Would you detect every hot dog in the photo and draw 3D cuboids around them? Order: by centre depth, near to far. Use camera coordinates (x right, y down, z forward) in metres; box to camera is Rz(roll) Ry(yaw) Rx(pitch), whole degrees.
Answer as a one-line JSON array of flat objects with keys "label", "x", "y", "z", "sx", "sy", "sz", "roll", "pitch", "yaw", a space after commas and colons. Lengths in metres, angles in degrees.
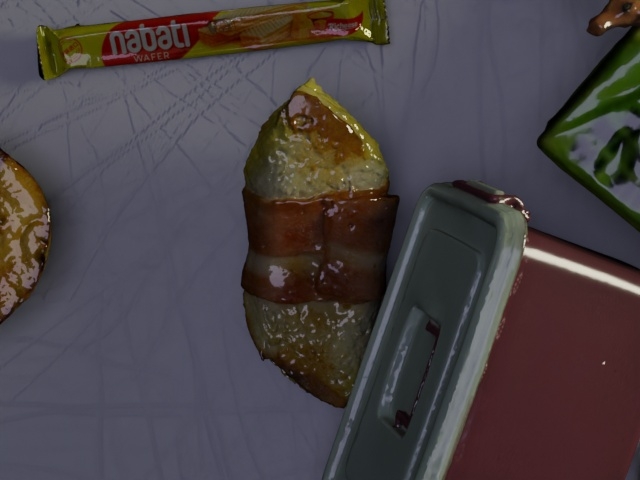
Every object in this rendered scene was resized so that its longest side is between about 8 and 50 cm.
[{"label": "hot dog", "x": -0.003, "y": -0.003, "z": 1.278, "sx": 0.123, "sy": 0.093, "sz": 0.261, "roll": 6, "pitch": 108, "yaw": -1}]

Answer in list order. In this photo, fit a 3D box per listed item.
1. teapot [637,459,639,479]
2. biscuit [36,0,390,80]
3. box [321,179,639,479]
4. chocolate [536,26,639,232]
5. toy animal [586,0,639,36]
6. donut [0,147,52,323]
[{"label": "teapot", "x": 0.352, "y": 0.251, "z": 1.224, "sx": 0.178, "sy": 0.221, "sz": 0.163, "roll": -20, "pitch": 128, "yaw": -1}, {"label": "biscuit", "x": -0.090, "y": -0.168, "z": 1.318, "sx": 0.292, "sy": 0.026, "sz": 0.048, "roll": -6, "pitch": 110, "yaw": 8}, {"label": "box", "x": 0.134, "y": 0.116, "z": 1.200, "sx": 0.168, "sy": 0.193, "sz": 0.294, "roll": 17, "pitch": 96, "yaw": -16}, {"label": "chocolate", "x": 0.364, "y": -0.090, "z": 1.201, "sx": 0.301, "sy": 0.137, "sz": 0.288, "roll": 39, "pitch": 97, "yaw": 4}, {"label": "toy animal", "x": 0.167, "y": -0.250, "z": 1.208, "sx": 0.230, "sy": 0.066, "sz": 0.224, "roll": 18, "pitch": 56, "yaw": 20}, {"label": "donut", "x": -0.302, "y": 0.003, "z": 1.328, "sx": 0.166, "sy": 0.073, "sz": 0.184, "roll": 38, "pitch": 95, "yaw": 6}]
